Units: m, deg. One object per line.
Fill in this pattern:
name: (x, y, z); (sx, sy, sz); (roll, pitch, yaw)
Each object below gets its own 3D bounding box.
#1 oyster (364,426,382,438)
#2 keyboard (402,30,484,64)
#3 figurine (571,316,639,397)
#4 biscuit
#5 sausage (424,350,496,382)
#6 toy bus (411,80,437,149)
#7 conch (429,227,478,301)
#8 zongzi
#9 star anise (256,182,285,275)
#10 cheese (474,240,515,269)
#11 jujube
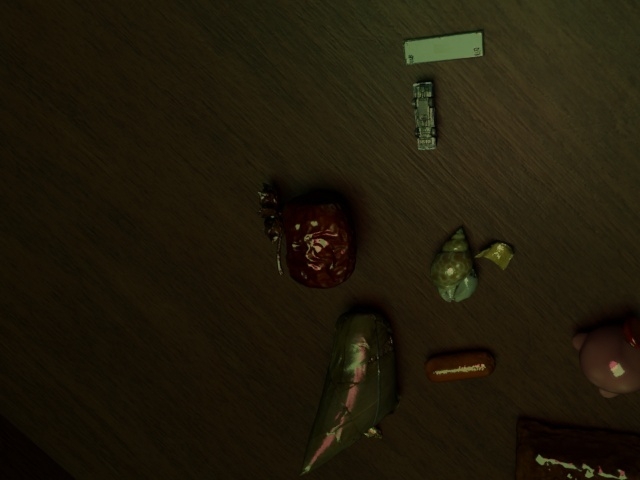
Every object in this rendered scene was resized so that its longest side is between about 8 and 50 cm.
oyster: (0.144, 0.588, 1.886); (0.086, 0.029, 0.132); (-9, 116, 32)
keyboard: (0.271, -0.425, 1.305); (0.176, 0.014, 0.055); (0, 116, 22)
figurine: (0.711, 0.286, 1.421); (0.173, 0.173, 0.173); (9, 119, 17)
biscuit: (0.729, 0.685, 1.627); (0.394, 0.166, 0.343); (2, 115, 22)
sausage: (0.386, 0.349, 1.638); (0.197, 0.076, 0.076); (-13, 111, 25)
toy bus: (0.244, -0.289, 1.360); (0.051, 0.061, 0.153); (1, 115, 23)
conch: (0.336, 0.076, 1.499); (0.116, 0.106, 0.173); (-16, 125, 20)
zongzi: (0.059, 0.395, 1.615); (0.174, 0.392, 0.357); (11, 118, 43)
star anise: (-0.125, -0.045, 1.594); (0.073, 0.177, 0.234); (-6, 133, 1)
cheese: (0.431, 0.031, 1.469); (0.083, 0.042, 0.060); (15, 130, -5)
jujube: (0.000, 0.000, 1.525); (0.212, 0.213, 0.233); (5, 111, 19)
